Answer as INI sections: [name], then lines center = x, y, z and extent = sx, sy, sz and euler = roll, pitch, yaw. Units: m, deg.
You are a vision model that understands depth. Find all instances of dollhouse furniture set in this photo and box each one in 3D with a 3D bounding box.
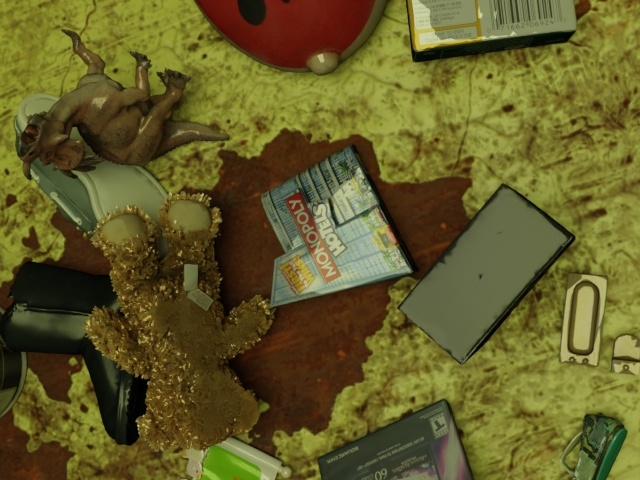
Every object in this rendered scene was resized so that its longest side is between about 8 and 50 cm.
[dollhouse furniture set]
center = 0.371, 0.091, 1.272
extent = 0.151, 0.123, 0.144
euler = 6, 91, 14

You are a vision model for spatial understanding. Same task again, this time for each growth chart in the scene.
[growth chart]
center = -0.132, 0.387, 1.456
extent = 0.171, 0.021, 0.237
euler = 14, 93, 15

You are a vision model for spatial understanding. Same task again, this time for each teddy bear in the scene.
[teddy bear]
center = -0.189, 0.104, 1.389
extent = 0.245, 0.113, 0.338
euler = -33, 101, -26

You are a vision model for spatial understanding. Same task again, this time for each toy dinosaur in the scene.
[toy dinosaur]
center = -0.274, -0.149, 1.398
extent = 0.127, 0.295, 0.200
euler = 20, 90, 48

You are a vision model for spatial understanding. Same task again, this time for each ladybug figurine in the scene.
[ladybug figurine]
center = -0.067, -0.430, 1.366
extent = 0.305, 0.162, 0.450
euler = -24, 84, 13

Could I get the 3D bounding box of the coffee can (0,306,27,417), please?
[coffee can]
center = -0.559, 0.180, 1.433
extent = 0.201, 0.275, 0.202
euler = 0, 90, 14

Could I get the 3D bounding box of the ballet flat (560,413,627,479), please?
[ballet flat]
center = 0.326, 0.305, 1.323
extent = 0.070, 0.070, 0.189
euler = 22, 94, 13

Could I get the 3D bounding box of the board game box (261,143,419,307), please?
[board game box]
center = 0.000, 0.000, 1.401
extent = 0.194, 0.060, 0.194
euler = -29, 83, 12

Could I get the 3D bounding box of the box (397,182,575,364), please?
[box]
center = 0.204, 0.036, 1.244
extent = 0.103, 0.261, 0.184
euler = 39, 98, 11

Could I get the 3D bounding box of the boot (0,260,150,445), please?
[boot]
center = -0.340, 0.155, 1.468
extent = 0.207, 0.094, 0.247
euler = 2, 84, 11

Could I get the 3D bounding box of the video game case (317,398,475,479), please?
[video game case]
center = 0.108, 0.351, 1.308
extent = 0.196, 0.026, 0.274
euler = -28, 45, 13

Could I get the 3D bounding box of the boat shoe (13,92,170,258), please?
[boat shoe]
center = -0.314, -0.065, 1.477
extent = 0.319, 0.116, 0.099
euler = 47, 136, 5

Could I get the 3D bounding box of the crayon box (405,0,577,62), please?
[crayon box]
center = 0.198, -0.401, 1.323
extent = 0.203, 0.083, 0.323
euler = -7, 89, 4
